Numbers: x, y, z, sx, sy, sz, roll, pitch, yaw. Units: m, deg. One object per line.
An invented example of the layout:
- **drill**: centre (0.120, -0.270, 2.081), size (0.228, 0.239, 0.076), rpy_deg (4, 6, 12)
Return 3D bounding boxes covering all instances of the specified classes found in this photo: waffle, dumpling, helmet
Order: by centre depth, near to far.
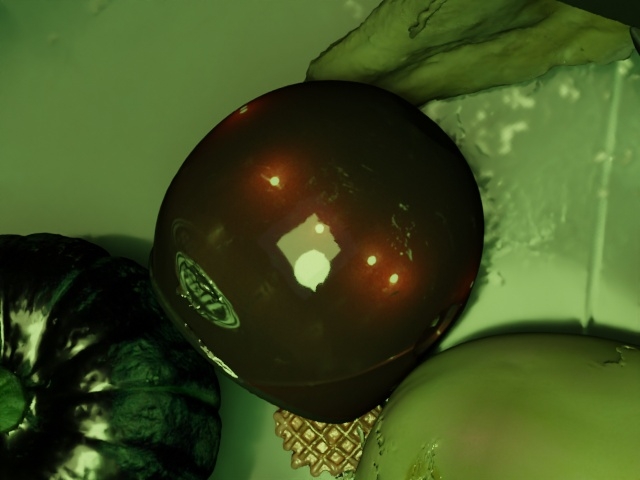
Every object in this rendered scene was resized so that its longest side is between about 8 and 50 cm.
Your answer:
- **dumpling**: centre (0.129, -0.169, 1.188), size (0.166, 0.332, 0.086), rpy_deg (9, 65, -31)
- **helmet**: centre (0.000, 0.000, 1.204), size (0.216, 0.193, 0.189), rpy_deg (-32, 68, -29)
- **waffle**: centre (0.007, 0.117, 1.280), size (0.075, 0.029, 0.083), rpy_deg (-12, 91, 9)

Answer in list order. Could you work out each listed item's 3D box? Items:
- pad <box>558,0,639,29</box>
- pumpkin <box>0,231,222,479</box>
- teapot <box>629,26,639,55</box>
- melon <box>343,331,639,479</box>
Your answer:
- **pad**: centre (0.176, -0.228, 1.008), size (0.170, 0.006, 0.245), rpy_deg (13, 120, -32)
- **pumpkin**: centre (-0.186, 0.111, 1.200), size (0.248, 0.248, 0.248), rpy_deg (0, 90, 8)
- **teapot**: centre (0.255, -0.091, 1.182), size (0.087, 0.177, 0.096), rpy_deg (-29, 61, 7)
- **melon**: centre (0.168, 0.170, 1.159), size (0.317, 0.223, 0.223), rpy_deg (16, 92, 7)
